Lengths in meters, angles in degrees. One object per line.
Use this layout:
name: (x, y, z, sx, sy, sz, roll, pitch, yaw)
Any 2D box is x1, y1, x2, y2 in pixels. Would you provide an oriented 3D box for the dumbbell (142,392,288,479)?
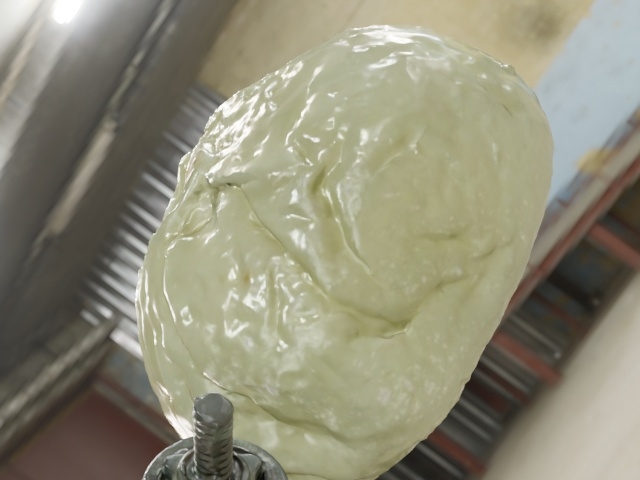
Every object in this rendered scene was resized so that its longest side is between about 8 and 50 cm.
dumbbell: (-0.058, 0.176, 0.832, 0.081, 0.081, 0.254, -50, -27, -41)

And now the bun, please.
bun: (0.000, 0.000, 1.089, 0.352, 0.227, 0.349, -51, 15, 40)
